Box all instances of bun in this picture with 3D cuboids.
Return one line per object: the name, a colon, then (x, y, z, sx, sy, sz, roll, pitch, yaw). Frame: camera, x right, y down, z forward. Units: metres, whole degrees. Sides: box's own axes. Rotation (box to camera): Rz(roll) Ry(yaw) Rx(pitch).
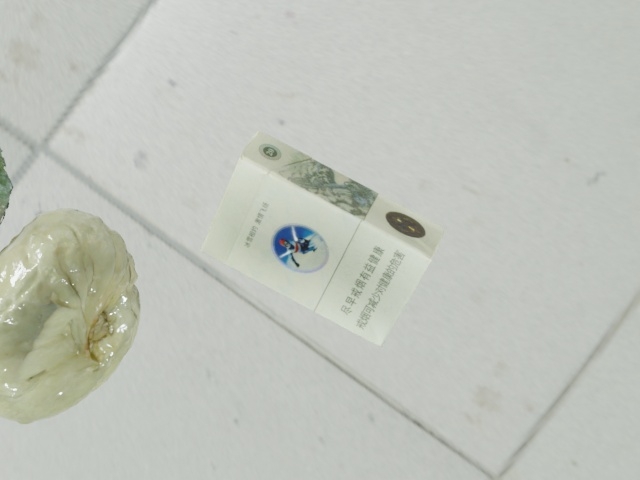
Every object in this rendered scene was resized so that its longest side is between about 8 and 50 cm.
bun: (-0.214, 0.066, 1.245, 0.111, 0.164, 0.188, 38, 99, 26)

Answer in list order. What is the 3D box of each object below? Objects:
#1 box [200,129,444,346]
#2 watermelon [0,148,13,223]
box: (0.000, 0.000, 1.862, 0.256, 0.069, 0.164, 28, 129, 1)
watermelon: (-0.387, -0.002, 1.417, 0.139, 0.193, 0.257, 11, 113, -25)
